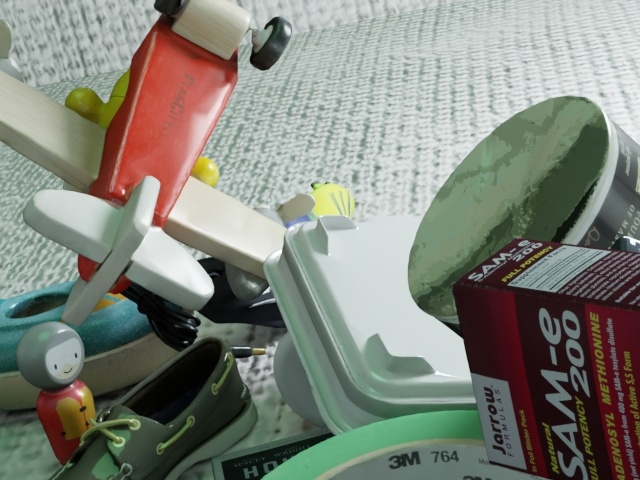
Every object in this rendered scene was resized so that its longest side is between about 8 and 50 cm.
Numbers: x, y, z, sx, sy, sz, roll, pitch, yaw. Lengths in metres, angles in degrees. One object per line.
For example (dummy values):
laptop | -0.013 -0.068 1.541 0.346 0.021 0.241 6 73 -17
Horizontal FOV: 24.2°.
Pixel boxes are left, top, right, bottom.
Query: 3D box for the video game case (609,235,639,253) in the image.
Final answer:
video game case | 0.284 0.103 1.030 0.274 0.196 0.026 19 47 -9

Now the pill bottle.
pill bottle | 0.046 0.092 1.492 0.117 0.117 0.215 -3 22 27

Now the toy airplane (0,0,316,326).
toy airplane | -0.191 -0.069 1.525 0.384 0.386 0.272 -18 -12 -37

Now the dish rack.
dish rack | 0.113 0.067 1.368 0.286 0.072 0.333 0 30 -17

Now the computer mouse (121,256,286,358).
computer mouse | -0.089 0.065 1.610 0.262 0.060 0.184 8 24 -40

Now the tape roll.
tape roll | 0.078 0.241 1.068 0.321 0.077 0.321 -9 26 4

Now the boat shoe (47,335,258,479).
boat shoe | -0.176 0.192 1.398 0.109 0.091 0.305 2 24 37

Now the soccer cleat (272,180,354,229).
soccer cleat | -0.001 0.001 1.856 0.121 0.093 0.289 35 19 6

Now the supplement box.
supplement box | 0.196 0.080 0.839 0.239 0.130 0.073 7 29 45

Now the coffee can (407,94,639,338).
coffee can | 0.233 0.049 1.154 0.201 0.275 0.201 -41 26 25

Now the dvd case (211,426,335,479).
dvd case | 0.004 0.226 1.280 0.179 0.029 0.238 -15 20 -4

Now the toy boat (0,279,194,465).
toy boat | -0.268 0.111 1.598 0.268 0.148 0.318 -14 19 -2
